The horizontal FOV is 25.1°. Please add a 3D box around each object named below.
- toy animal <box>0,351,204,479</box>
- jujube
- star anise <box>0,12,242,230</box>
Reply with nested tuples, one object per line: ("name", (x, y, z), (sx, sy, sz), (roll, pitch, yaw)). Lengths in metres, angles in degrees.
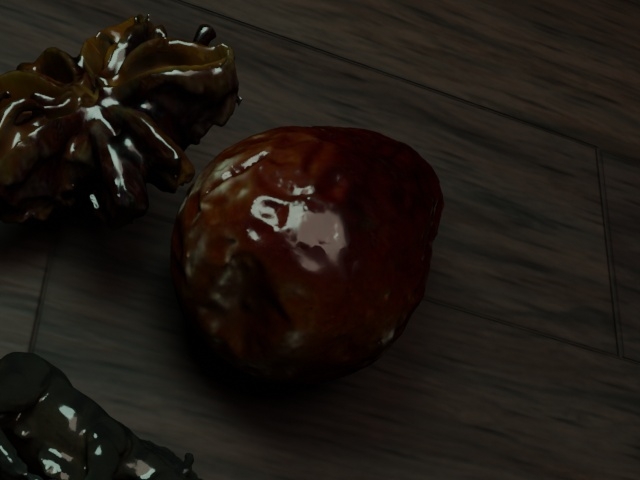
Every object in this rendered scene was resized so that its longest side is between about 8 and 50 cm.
("toy animal", (-0.176, 0.140, 0.936), (0.233, 0.084, 0.148), (33, 28, 7))
("jujube", (0.000, 0.000, 1.082), (0.190, 0.190, 0.255), (44, 29, 9))
("star anise", (-0.162, -0.078, 1.056), (0.220, 0.125, 0.190), (-16, 26, -5))
